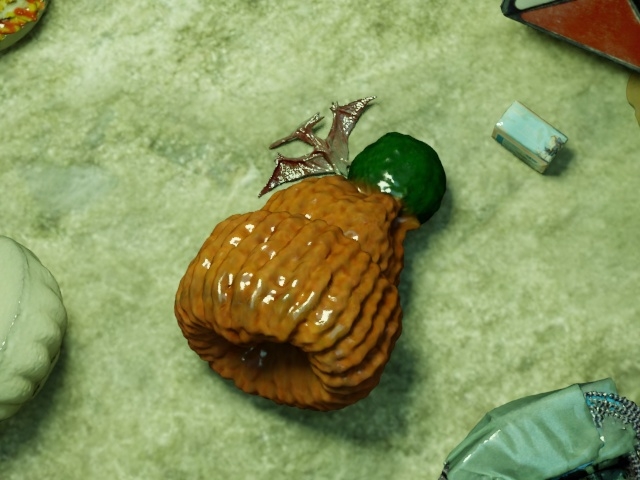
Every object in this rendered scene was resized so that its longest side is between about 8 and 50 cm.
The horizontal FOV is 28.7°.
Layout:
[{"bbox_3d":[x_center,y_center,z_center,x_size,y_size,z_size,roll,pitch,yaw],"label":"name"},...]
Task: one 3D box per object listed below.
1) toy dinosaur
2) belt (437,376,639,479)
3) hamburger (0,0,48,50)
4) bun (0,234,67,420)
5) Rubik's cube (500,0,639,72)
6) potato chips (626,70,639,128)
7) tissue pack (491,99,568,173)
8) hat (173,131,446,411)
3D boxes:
[{"bbox_3d":[0.000,-0.128,1.755,0.220,0.032,0.108,-42,83,-7],"label":"toy dinosaur"},{"bbox_3d":[0.299,0.327,1.602,0.324,0.122,0.260,-20,84,-2],"label":"belt"},{"bbox_3d":[-0.507,-0.391,1.740,0.275,0.179,0.294,-15,77,-3],"label":"hamburger"},{"bbox_3d":[-0.416,0.141,1.625,0.263,0.175,0.263,-22,51,29],"label":"bun"},{"bbox_3d":[0.449,-0.436,1.669,0.305,0.307,0.310,22,59,7],"label":"Rubik's cube"},{"bbox_3d":[0.541,-0.206,1.762,0.208,0.062,0.195,25,79,3],"label":"potato chips"},{"bbox_3d":[0.289,-0.144,1.740,0.094,0.074,0.059,38,86,7],"label":"tissue pack"},{"bbox_3d":[0.000,0.000,1.614,0.285,0.285,0.400,22,67,5],"label":"hat"}]
